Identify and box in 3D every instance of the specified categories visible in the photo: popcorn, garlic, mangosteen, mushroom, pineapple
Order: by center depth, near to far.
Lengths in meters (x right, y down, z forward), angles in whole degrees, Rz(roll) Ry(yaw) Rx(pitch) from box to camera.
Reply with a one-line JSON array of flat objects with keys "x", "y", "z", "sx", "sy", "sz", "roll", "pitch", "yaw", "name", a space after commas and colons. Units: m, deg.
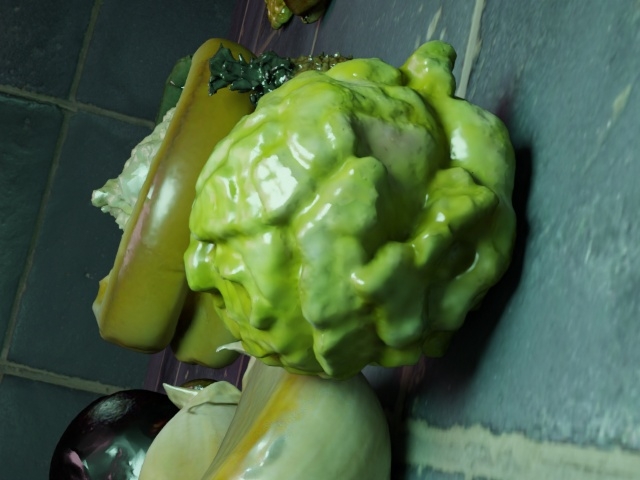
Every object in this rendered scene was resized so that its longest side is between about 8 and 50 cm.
[{"x": 0.030, "y": -0.011, "z": 0.762, "sx": 0.212, "sy": 0.259, "sz": 0.259, "roll": 57, "pitch": 137, "yaw": 40, "name": "popcorn"}, {"x": -0.063, "y": 0.214, "z": 0.899, "sx": 0.313, "sy": 0.250, "sz": 0.286, "roll": -56, "pitch": -29, "yaw": -63, "name": "garlic"}, {"x": -0.032, "y": -0.176, "z": 1.229, "sx": 0.108, "sy": 0.198, "sz": 0.108, "roll": -164, "pitch": 90, "yaw": -82, "name": "pineapple"}, {"x": -0.160, "y": 0.277, "z": 1.237, "sx": 0.233, "sy": 0.288, "sz": 0.287, "roll": 63, "pitch": 147, "yaw": 28, "name": "mangosteen"}, {"x": -0.010, "y": -0.407, "z": 1.709, "sx": 0.127, "sy": 0.087, "sz": 0.127, "roll": -43, "pitch": 25, "yaw": 25, "name": "mushroom"}]

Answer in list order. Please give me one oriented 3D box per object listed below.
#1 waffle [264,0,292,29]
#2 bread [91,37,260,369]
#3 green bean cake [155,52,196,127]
[{"x": -0.059, "y": -0.549, "z": 2.127, "sx": 0.291, "sy": 0.051, "sz": 0.291, "roll": -168, "pitch": 90, "yaw": -79, "name": "waffle"}, {"x": -0.149, "y": -0.045, "z": 1.417, "sx": 0.329, "sy": 0.245, "sz": 0.423, "roll": -11, "pitch": 57, "yaw": 59, "name": "bread"}, {"x": -0.153, "y": -0.183, "z": 1.749, "sx": 0.227, "sy": 0.223, "sz": 0.124, "roll": 119, "pitch": 171, "yaw": -54, "name": "green bean cake"}]
